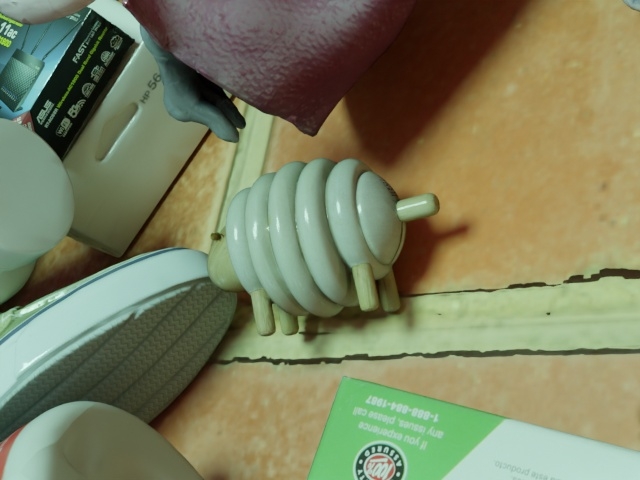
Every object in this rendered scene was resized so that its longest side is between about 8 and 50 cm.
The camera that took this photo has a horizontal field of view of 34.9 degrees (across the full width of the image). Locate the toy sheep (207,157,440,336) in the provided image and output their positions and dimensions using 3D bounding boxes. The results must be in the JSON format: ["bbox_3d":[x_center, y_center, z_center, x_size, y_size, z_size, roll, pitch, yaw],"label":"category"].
[{"bbox_3d":[0.000,0.000,0.527,0.132,0.091,0.091,-14,58,18],"label":"toy sheep"}]

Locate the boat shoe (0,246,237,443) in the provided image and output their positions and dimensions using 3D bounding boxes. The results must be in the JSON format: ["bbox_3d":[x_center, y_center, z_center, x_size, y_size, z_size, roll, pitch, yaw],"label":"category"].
[{"bbox_3d":[-0.189,0.090,0.579,0.302,0.109,0.094,-36,54,-3],"label":"boat shoe"}]

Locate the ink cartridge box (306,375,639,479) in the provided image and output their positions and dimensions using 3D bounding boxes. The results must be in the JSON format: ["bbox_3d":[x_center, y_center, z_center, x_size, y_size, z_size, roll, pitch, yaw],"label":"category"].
[{"bbox_3d":[0.054,0.178,0.373,0.160,0.093,0.219,9,73,43],"label":"ink cartridge box"}]

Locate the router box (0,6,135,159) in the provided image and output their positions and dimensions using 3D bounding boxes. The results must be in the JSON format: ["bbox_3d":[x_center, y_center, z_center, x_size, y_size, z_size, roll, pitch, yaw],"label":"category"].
[{"bbox_3d":[-0.183,-0.111,0.648,0.122,0.038,0.092,28,86,44],"label":"router box"}]

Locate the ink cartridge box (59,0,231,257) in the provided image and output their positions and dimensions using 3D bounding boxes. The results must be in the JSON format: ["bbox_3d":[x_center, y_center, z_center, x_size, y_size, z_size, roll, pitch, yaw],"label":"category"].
[{"bbox_3d":[-0.175,-0.100,0.724,0.203,0.086,0.148,37,93,44],"label":"ink cartridge box"}]

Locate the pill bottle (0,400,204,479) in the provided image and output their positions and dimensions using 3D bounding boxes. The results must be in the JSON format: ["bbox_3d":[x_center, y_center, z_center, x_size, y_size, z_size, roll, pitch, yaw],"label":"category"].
[{"bbox_3d":[-0.183,0.216,0.488,0.283,0.161,0.161,-36,48,13],"label":"pill bottle"}]

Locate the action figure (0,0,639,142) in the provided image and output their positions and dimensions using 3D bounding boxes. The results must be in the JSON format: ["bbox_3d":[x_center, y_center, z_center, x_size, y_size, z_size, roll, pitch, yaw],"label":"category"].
[{"bbox_3d":[0.045,-0.233,0.500,0.370,0.276,0.248,-47,38,29],"label":"action figure"}]

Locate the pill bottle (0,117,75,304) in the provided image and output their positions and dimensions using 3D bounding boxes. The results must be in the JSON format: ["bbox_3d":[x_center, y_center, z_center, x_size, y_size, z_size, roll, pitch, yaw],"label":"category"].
[{"bbox_3d":[-0.232,0.002,0.600,0.180,0.108,0.108,-26,52,35],"label":"pill bottle"}]
